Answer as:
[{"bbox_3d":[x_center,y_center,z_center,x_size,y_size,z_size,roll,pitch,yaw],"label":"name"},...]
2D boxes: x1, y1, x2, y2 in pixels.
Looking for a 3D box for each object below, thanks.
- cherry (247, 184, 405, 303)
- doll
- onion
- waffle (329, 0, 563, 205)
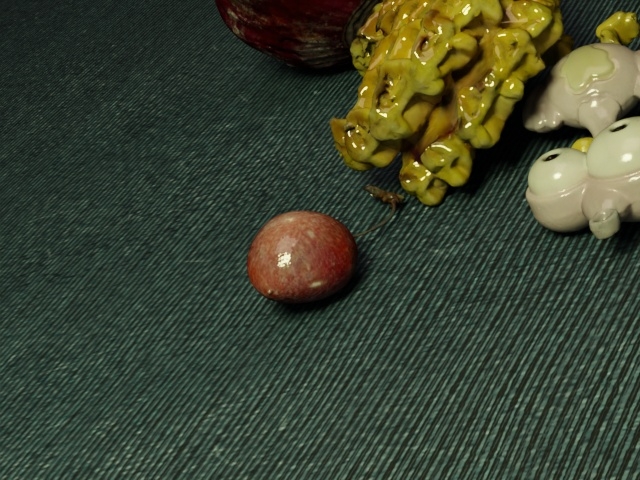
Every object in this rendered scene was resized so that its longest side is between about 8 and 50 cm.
[{"bbox_3d":[0.000,0.000,1.346,0.107,0.090,0.225,-8,18,31],"label":"cherry"},{"bbox_3d":[0.276,-0.109,1.316,0.160,0.094,0.365,-16,29,18],"label":"doll"},{"bbox_3d":[0.016,-0.353,1.742,0.282,0.260,0.337,44,52,18],"label":"onion"},{"bbox_3d":[0.132,-0.203,1.445,0.261,0.151,0.324,-49,19,31],"label":"waffle"}]
